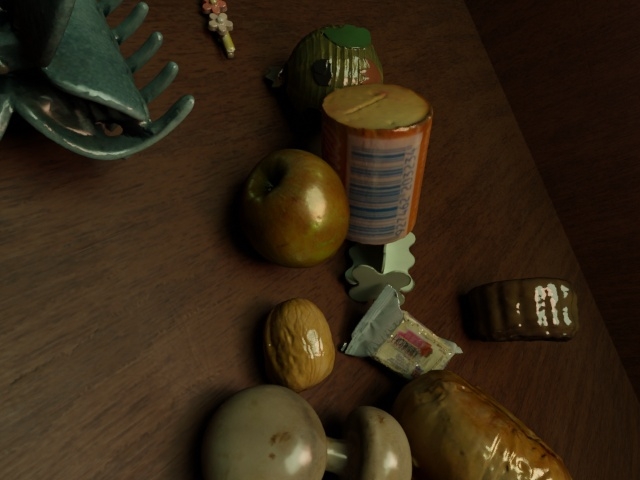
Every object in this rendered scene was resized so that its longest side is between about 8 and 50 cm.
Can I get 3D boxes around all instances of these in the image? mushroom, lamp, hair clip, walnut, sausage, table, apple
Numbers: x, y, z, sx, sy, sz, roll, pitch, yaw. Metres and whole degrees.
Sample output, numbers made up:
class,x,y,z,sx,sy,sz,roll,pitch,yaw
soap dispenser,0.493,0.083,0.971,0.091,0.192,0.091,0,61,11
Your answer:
class,x,y,z,sx,sy,sz,roll,pitch,yaw
mushroom,0.060,0.417,0.880,0.215,0.207,0.208,15,59,-8
lamp,0.008,-0.393,1.120,0.283,0.250,0.251,2,68,-10
mushroom,-0.089,0.348,0.756,0.204,0.204,0.205,21,60,-40
hair clip,-0.235,-0.513,1.032,0.062,0.056,0.214,-19,89,-16
walnut,-0.042,0.194,0.878,0.144,0.144,0.180,17,53,-42
sausage,0.115,-0.165,1.025,0.233,0.232,0.287,-55,153,-43
hair clip,-0.359,-0.259,0.624,0.238,0.392,0.319,-3,60,-58
table,0.151,0.038,1.148,0.166,0.166,0.198,41,40,-28
apple,-0.050,-0.058,0.927,0.207,0.236,0.237,41,47,-45

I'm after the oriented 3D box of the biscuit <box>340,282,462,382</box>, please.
class,x,y,z,sx,sy,sz,roll,pitch,yaw
biscuit,0.199,0.257,1.122,0.309,0.079,0.186,40,89,-32

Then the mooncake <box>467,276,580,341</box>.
class,x,y,z,sx,sy,sz,roll,pitch,yaw
mooncake,0.637,0.227,1.459,0.323,0.323,0.187,13,70,-43

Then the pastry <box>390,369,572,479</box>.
class,x,y,z,sx,sy,sz,roll,pitch,yaw
pastry,0.325,0.463,0.989,0.409,0.409,0.245,34,94,-33
